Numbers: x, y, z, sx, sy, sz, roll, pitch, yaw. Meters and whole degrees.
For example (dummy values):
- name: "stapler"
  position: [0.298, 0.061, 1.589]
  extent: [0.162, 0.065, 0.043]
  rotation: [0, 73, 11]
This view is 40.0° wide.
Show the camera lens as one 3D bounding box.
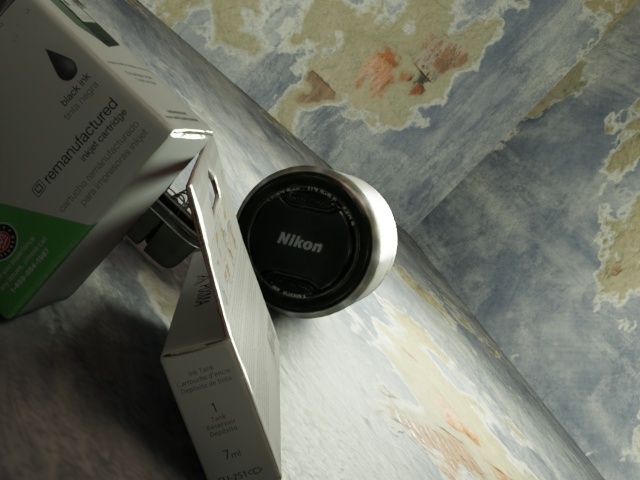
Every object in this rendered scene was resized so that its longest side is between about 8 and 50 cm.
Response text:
- name: "camera lens"
  position: [0.000, 0.000, 1.346]
  extent: [0.219, 0.219, 0.274]
  rotation: [45, 10, 8]

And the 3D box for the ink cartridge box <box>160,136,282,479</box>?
- name: "ink cartridge box"
  position: [-0.101, 0.049, 0.823]
  extent: [0.296, 0.066, 0.261]
  rotation: [-102, 175, -75]

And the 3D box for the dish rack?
- name: "dish rack"
  position: [-0.222, -0.064, 1.143]
  extent: [0.208, 0.074, 0.271]
  rotation: [44, 9, -3]

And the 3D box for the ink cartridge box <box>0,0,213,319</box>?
- name: "ink cartridge box"
  position: [-0.271, -0.112, 0.729]
  extent: [0.289, 0.211, 0.121]
  rotation: [43, 11, 3]
